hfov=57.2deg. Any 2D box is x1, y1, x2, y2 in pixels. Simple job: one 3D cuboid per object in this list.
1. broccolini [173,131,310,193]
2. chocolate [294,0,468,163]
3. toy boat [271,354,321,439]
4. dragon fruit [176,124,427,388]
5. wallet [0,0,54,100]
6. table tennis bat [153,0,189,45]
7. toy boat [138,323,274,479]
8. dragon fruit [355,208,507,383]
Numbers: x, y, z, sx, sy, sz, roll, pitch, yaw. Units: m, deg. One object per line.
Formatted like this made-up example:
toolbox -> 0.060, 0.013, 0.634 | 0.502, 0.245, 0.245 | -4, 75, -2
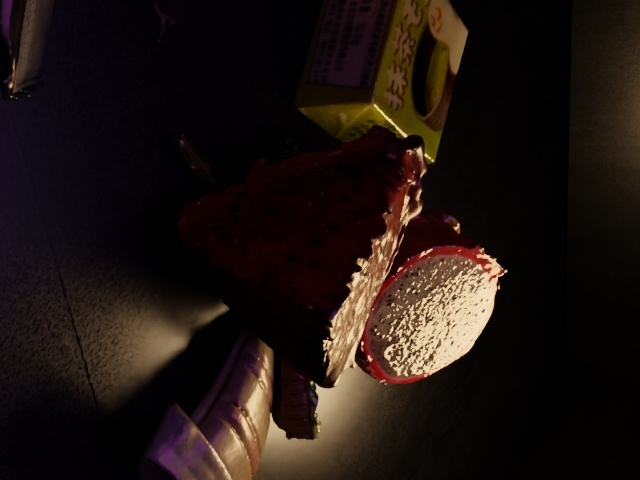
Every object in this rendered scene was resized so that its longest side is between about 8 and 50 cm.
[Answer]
broccolini -> -0.089, -0.108, 0.805 | 0.272, 0.062, 0.123 | 22, 73, -53
chocolate -> 0.117, -0.296, 0.976 | 0.289, 0.137, 0.300 | 24, 77, -54
toy boat -> -0.031, 0.165, 0.906 | 0.099, 0.108, 0.292 | 5, 94, -25
dragon fruit -> -0.009, -0.003, 0.807 | 0.329, 0.228, 0.286 | -61, 161, -26
wallet -> -0.225, -0.198, 0.448 | 0.036, 0.222, 0.167 | 8, 104, -23
table tennis bat -> -0.176, -0.266, 0.681 | 0.050, 0.007, 0.083 | 19, 80, -55
toy boat -> -0.126, 0.273, 0.800 | 0.293, 0.111, 0.275 | -41, 137, -55
dragon fruit -> 0.142, 0.075, 1.036 | 0.306, 0.225, 0.305 | -14, 125, -21
